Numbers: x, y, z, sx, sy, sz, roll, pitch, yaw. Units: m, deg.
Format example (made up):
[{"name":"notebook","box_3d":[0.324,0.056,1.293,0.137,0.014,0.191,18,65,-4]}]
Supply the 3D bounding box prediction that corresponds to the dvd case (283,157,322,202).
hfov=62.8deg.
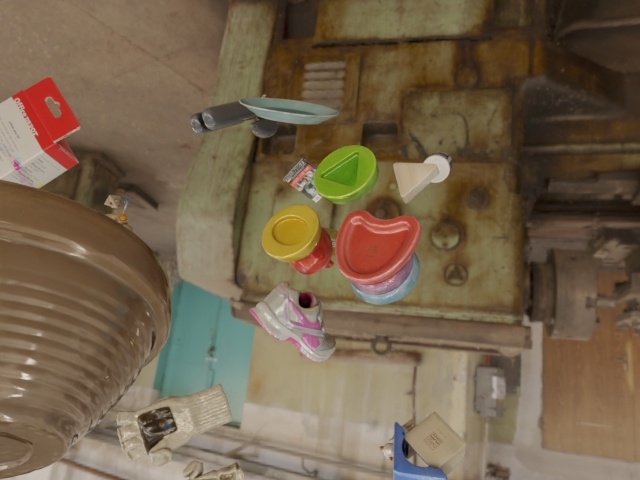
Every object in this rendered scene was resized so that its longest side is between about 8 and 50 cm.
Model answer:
[{"name":"dvd case","box_3d":[-0.030,-0.164,1.446,0.119,0.013,0.087,35,123,-19]}]

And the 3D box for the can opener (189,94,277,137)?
[{"name":"can opener","box_3d":[-0.170,-0.271,1.167,0.074,0.093,0.280,-14,-172,33]}]

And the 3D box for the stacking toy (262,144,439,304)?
[{"name":"stacking toy","box_3d":[0.078,-0.026,1.003,0.309,0.279,0.130,19,158,37]}]

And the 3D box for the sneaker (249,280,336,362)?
[{"name":"sneaker","box_3d":[-0.031,0.171,1.108,0.103,0.111,0.252,39,178,43]}]

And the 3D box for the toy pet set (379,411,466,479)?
[{"name":"toy pet set","box_3d":[0.096,0.216,0.464,0.122,0.065,0.114,41,151,39]}]

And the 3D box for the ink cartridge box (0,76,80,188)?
[{"name":"ink cartridge box","box_3d":[-0.514,-0.156,0.888,0.231,0.134,0.078,-35,162,-6]}]

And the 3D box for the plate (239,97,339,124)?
[{"name":"plate","box_3d":[-0.059,-0.241,0.980,0.188,0.024,0.188,6,-159,-2]}]

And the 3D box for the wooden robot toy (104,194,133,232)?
[{"name":"wooden robot toy","box_3d":[-0.477,-0.024,1.234,0.076,0.079,0.173,-19,148,-35]}]

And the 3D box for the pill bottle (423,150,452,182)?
[{"name":"pill bottle","box_3d":[0.291,-0.185,1.297,0.067,0.067,0.120,2,-163,18]}]

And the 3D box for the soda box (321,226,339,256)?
[{"name":"soda box","box_3d":[0.000,0.000,1.214,0.181,0.061,0.058,13,179,-37]}]

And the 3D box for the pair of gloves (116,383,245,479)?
[{"name":"pair of gloves","box_3d":[-0.246,0.397,0.934,0.204,0.240,0.042,-11,168,-11]}]

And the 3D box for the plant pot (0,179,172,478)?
[{"name":"plant pot","box_3d":[-0.216,0.078,0.326,0.237,0.110,0.237,-7,143,-5]}]
